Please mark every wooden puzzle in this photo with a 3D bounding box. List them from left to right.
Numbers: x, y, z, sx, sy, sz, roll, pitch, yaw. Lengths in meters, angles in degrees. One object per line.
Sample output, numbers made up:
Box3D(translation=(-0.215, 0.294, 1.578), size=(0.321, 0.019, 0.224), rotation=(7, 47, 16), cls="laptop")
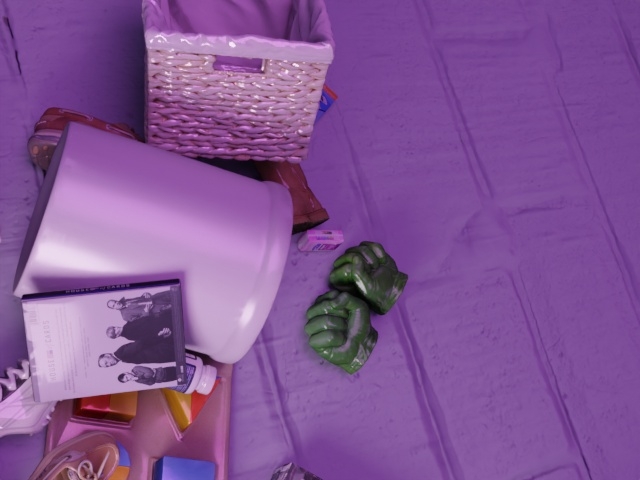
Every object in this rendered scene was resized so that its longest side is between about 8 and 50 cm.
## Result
Box3D(translation=(-0.296, 0.331, 1.690), size=(0.322, 0.080, 0.348), rotation=(13, 64, -24), cls="wooden puzzle")

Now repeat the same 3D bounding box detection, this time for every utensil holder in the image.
Box3D(translation=(-0.287, 0.002, 1.693), size=(0.385, 0.327, 0.328), rotation=(18, 62, -18), cls="utensil holder")

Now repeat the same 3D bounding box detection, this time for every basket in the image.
Box3D(translation=(-0.169, -0.344, 1.841), size=(0.328, 0.266, 0.331), rotation=(2, 42, -12), cls="basket")

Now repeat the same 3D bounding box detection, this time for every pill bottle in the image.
Box3D(translation=(-0.241, 0.221, 1.694), size=(0.120, 0.067, 0.067), rotation=(21, 61, -19), cls="pill bottle")

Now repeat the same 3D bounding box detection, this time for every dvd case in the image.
Box3D(translation=(-0.331, 0.156, 1.549), size=(0.238, 0.029, 0.179), rotation=(-5, 112, -12), cls="dvd case")

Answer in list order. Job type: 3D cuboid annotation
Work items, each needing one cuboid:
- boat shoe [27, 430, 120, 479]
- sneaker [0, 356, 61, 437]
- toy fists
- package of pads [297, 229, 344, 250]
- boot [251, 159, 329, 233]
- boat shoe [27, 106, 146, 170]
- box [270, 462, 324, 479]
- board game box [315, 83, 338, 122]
Box3D(translation=(-0.393, 0.387, 1.480), size=(0.285, 0.089, 0.105), rotation=(-40, 121, -43), cls="boat shoe")
Box3D(translation=(-0.457, 0.239, 1.615), size=(0.292, 0.110, 0.118), rotation=(-32, 97, -16), cls="sneaker")
Box3D(translation=(0.068, 0.120, 1.971), size=(0.142, 0.096, 0.279), rotation=(36, 58, -10), cls="toy fists")
Box3D(translation=(0.000, 0.000, 2.009), size=(0.083, 0.050, 0.032), rotation=(-1, 67, -29), cls="package of pads")
Box3D(translation=(-0.104, -0.137, 1.955), size=(0.270, 0.089, 0.236), rotation=(62, 19, 4), cls="boot")
Box3D(translation=(-0.367, -0.163, 1.836), size=(0.324, 0.123, 0.116), rotation=(20, 52, -25), cls="boat shoe")
Box3D(translation=(-0.025, 0.581, 1.738), size=(0.242, 0.076, 0.307), rotation=(34, 58, -12), cls="box")
Box3D(translation=(-0.104, -0.354, 2.113), size=(0.281, 0.027, 0.145), rotation=(43, 57, -7), cls="board game box")
